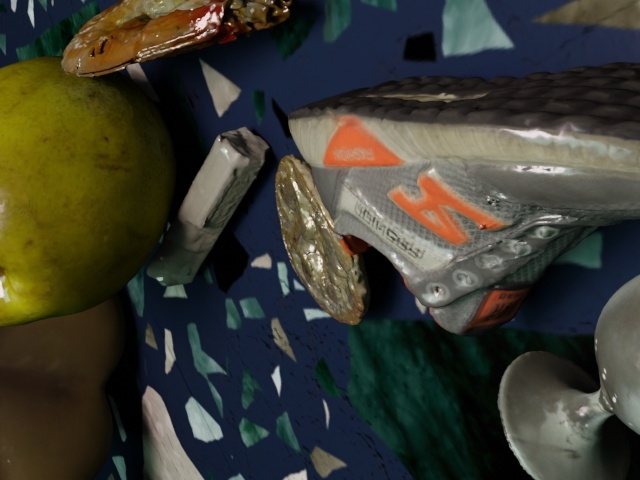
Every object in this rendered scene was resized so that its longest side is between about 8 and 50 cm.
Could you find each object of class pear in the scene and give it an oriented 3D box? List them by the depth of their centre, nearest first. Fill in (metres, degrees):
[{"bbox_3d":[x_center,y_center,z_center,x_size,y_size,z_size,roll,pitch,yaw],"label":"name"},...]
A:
[{"bbox_3d":[-0.273,-0.058,0.856,0.253,0.307,0.253,10,127,14],"label":"pear"}]

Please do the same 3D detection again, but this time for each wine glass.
[{"bbox_3d":[0.204,0.057,0.431,0.231,0.103,0.103,-47,66,46],"label":"wine glass"}]

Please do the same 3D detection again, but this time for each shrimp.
[{"bbox_3d":[-0.132,-0.195,0.742,0.294,0.154,0.062,3,133,45],"label":"shrimp"}]

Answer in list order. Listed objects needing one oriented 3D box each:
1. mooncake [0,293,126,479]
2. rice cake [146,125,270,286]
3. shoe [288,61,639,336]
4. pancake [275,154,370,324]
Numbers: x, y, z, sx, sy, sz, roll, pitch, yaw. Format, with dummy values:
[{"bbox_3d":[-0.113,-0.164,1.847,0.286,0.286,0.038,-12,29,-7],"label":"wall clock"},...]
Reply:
[{"bbox_3d":[-0.496,0.171,1.090,0.262,0.467,0.467,-12,94,59],"label":"mooncake"},{"bbox_3d":[-0.121,-0.028,0.856,0.052,0.057,0.256,60,142,19],"label":"rice cake"},{"bbox_3d":[0.108,-0.012,0.515,0.336,0.132,0.171,12,117,52],"label":"shoe"},{"bbox_3d":[0.000,0.000,0.711,0.158,0.028,0.158,55,159,34],"label":"pancake"}]
